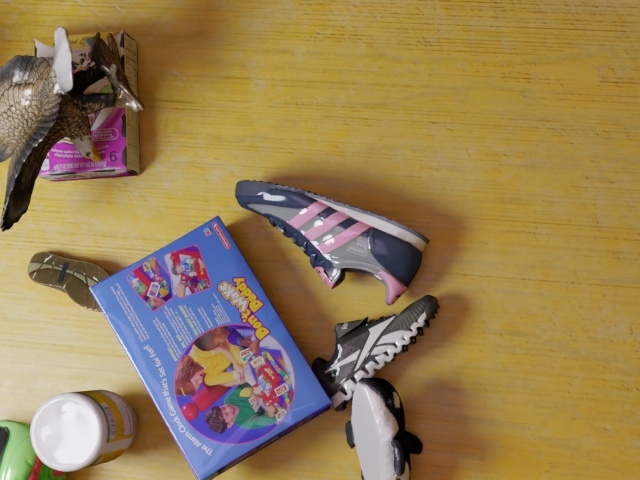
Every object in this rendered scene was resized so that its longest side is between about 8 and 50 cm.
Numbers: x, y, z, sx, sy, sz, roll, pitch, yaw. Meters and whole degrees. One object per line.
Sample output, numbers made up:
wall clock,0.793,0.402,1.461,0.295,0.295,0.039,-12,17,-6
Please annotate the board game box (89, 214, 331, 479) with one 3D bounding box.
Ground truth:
board game box,-0.171,0.168,1.800,0.233,0.078,0.347,-29,77,-9

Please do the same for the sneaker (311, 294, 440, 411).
sneaker,0.077,0.152,1.795,0.234,0.078,0.106,-44,82,5

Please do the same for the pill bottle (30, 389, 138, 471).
pill bottle,-0.355,0.290,1.789,0.118,0.208,0.117,-1,85,9

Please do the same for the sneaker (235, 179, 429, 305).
sneaker,0.000,0.000,1.806,0.319,0.112,0.131,19,85,12

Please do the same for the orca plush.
orca plush,0.126,0.339,1.759,0.102,0.151,0.287,-15,85,-27

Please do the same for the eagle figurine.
eagle figurine,-0.424,-0.180,1.788,0.298,0.226,0.225,-29,101,2

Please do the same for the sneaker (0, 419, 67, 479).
sneaker,-0.566,0.510,1.845,0.202,0.185,0.482,21,85,29

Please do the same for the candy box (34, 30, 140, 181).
candy box,-0.386,-0.221,1.913,0.159,0.071,0.233,-4,83,10

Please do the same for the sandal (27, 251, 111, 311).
sandal,-0.402,0.066,1.905,0.180,0.049,0.072,19,82,25
